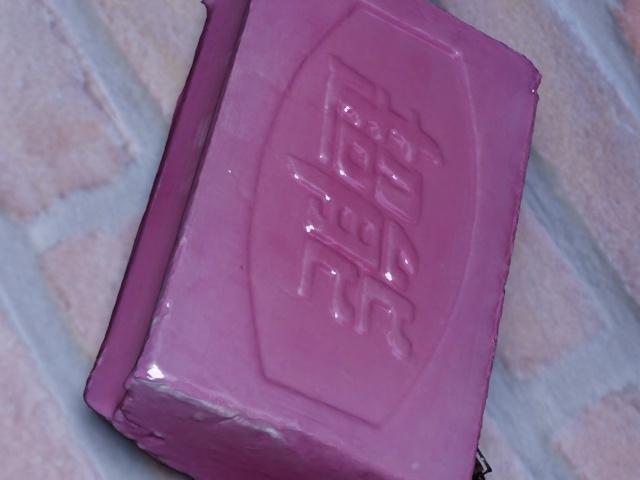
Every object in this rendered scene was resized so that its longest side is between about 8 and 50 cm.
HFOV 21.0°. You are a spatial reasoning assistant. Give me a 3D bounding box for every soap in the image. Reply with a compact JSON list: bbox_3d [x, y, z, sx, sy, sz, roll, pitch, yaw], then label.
[{"bbox_3d":[0.000,0.000,1.140,0.233,0.128,0.359,24,56,-16],"label":"soap"}]

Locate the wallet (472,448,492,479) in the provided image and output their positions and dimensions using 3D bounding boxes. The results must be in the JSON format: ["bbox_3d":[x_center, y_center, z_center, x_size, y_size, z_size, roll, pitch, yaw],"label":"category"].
[{"bbox_3d":[0.024,0.208,1.142,0.243,0.039,0.132,-14,71,-35],"label":"wallet"}]
